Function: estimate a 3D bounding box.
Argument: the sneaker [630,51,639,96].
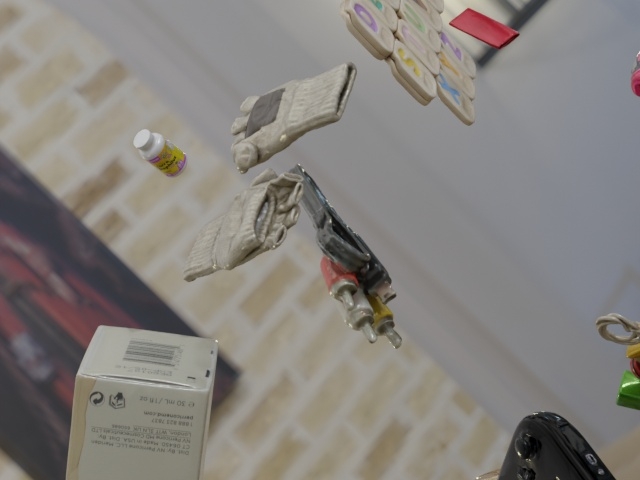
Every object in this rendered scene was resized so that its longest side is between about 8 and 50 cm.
[{"bbox_3d":[0.555,-0.169,2.277,0.112,0.299,0.121,-53,-8,-30],"label":"sneaker"}]

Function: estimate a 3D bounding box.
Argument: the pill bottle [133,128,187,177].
[{"bbox_3d":[-0.234,-0.128,2.432,0.043,0.083,0.043,-21,52,29],"label":"pill bottle"}]

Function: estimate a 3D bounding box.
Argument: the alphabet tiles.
[{"bbox_3d":[0.084,-0.258,1.859,0.021,0.278,0.284,-37,21,24],"label":"alphabet tiles"}]

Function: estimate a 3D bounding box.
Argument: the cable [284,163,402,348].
[{"bbox_3d":[0.000,0.000,1.852,0.072,0.139,0.287,-42,45,3],"label":"cable"}]

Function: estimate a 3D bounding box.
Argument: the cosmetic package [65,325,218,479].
[{"bbox_3d":[-0.160,0.244,1.429,0.160,0.113,0.310,-93,11,-79],"label":"cosmetic package"}]

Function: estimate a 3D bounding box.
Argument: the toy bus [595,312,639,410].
[{"bbox_3d":[0.369,0.091,1.554,0.202,0.191,0.104,65,-143,-50],"label":"toy bus"}]

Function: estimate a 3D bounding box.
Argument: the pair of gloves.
[{"bbox_3d":[-0.063,-0.073,1.756,0.204,0.042,0.240,-15,48,57],"label":"pair of gloves"}]

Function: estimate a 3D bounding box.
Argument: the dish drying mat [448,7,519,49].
[{"bbox_3d":[0.176,-0.227,1.801,0.032,0.008,0.083,-39,43,-15],"label":"dish drying mat"}]

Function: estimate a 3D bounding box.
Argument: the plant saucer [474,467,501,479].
[{"bbox_3d":[0.218,0.289,2.040,0.083,0.015,0.083,-18,-3,-1],"label":"plant saucer"}]

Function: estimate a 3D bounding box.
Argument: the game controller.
[{"bbox_3d":[0.260,0.308,1.520,0.067,0.319,0.166,-7,-45,-32],"label":"game controller"}]
